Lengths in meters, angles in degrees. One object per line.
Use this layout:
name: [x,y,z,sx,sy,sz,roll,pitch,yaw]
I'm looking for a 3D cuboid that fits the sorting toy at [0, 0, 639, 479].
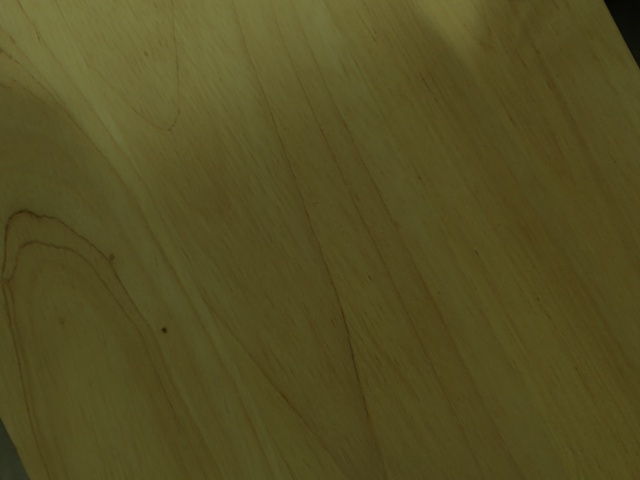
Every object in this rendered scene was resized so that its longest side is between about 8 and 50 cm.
sorting toy: [0.000,0.000,0.500,0.255,0.089,0.257,-27,86,4]
